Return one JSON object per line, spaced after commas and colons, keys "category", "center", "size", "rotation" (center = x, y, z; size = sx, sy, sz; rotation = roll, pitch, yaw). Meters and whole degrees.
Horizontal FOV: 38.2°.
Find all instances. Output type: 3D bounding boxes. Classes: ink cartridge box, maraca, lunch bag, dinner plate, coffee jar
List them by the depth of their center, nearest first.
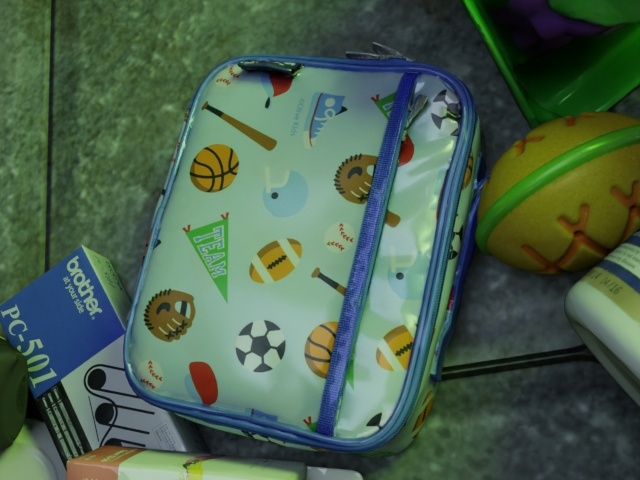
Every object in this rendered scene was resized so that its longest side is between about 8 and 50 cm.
{"category": "maraca", "center": [0.188, -0.040, 0.622], "size": [0.186, 0.127, 0.099], "rotation": [-27, 70, 1]}
{"category": "ink cartridge box", "center": [-0.074, 0.211, 0.640], "size": [0.198, 0.067, 0.115], "rotation": [2, 87, 10]}
{"category": "lunch bag", "center": [0.000, 0.000, 0.688], "size": [0.243, 0.115, 0.303], "rotation": [10, 77, 21]}
{"category": "dinner plate", "center": [-0.254, 0.206, 0.735], "size": [0.141, 0.017, 0.141], "rotation": [-1, 58, 1]}
{"category": "ink cartridge box", "center": [-0.179, 0.115, 0.751], "size": [0.097, 0.046, 0.207], "rotation": [-36, 64, 6]}
{"category": "coffee jar", "center": [-0.317, 0.104, 0.762], "size": [0.184, 0.079, 0.096], "rotation": [21, 111, 38]}

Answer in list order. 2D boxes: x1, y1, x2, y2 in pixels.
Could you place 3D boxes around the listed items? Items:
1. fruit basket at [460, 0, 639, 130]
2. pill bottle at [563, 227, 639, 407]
{"category": "fruit basket", "center": [0.256, -0.230, 0.571], "size": [0.392, 0.283, 0.391], "rotation": [-16, 55, 23]}
{"category": "pill bottle", "center": [0.292, 0.007, 0.551], "size": [0.265, 0.153, 0.153], "rotation": [-42, 63, 3]}
